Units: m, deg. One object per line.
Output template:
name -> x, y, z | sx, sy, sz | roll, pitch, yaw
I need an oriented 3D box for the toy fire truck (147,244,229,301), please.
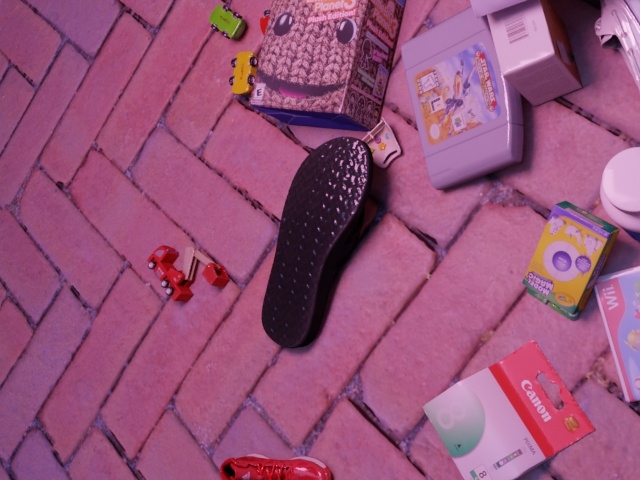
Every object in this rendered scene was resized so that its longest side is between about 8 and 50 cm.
toy fire truck -> -0.302, 0.063, 1.679 | 0.135, 0.047, 0.192 | -49, 60, 15

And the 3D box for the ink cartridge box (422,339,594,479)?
ink cartridge box -> 0.309, 0.300, 1.252 | 0.224, 0.056, 0.181 | -41, 63, 22

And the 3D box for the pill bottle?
pill bottle -> 0.487, -0.066, 1.104 | 0.124, 0.221, 0.124 | -6, 79, 31

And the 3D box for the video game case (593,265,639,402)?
video game case -> 0.582, 0.118, 1.130 | 0.285, 0.025, 0.204 | -19, 72, 28

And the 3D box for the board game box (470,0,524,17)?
board game box -> 0.403, -0.509, 1.213 | 0.318, 0.066, 0.318 | -14, 36, 25

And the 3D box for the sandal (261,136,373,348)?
sandal -> -0.002, 0.000, 1.484 | 0.167, 0.107, 0.446 | 32, 111, 31

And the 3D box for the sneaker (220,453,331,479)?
sneaker -> -0.098, 0.459, 1.432 | 0.221, 0.128, 0.087 | -8, 77, 31

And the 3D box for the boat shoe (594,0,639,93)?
boat shoe -> 0.496, -0.351, 1.226 | 0.084, 0.095, 0.258 | -31, 65, 19

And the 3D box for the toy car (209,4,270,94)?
toy car -> -0.166, -0.465, 1.686 | 0.225, 0.053, 0.239 | 42, 103, 31

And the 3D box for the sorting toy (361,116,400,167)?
sorting toy -> 0.120, -0.185, 1.466 | 0.083, 0.045, 0.075 | -42, 70, 19

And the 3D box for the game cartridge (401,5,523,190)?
game cartridge -> 0.259, -0.261, 1.347 | 0.198, 0.062, 0.298 | -22, 75, 45

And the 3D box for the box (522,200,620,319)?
box -> 0.400, 0.038, 1.215 | 0.105, 0.043, 0.179 | 35, 126, 35

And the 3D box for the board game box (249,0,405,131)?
board game box -> 0.014, -0.384, 1.506 | 0.232, 0.141, 0.291 | 10, 87, 33

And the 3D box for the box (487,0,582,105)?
box -> 0.362, -0.324, 1.259 | 0.091, 0.170, 0.130 | -19, 72, 30
